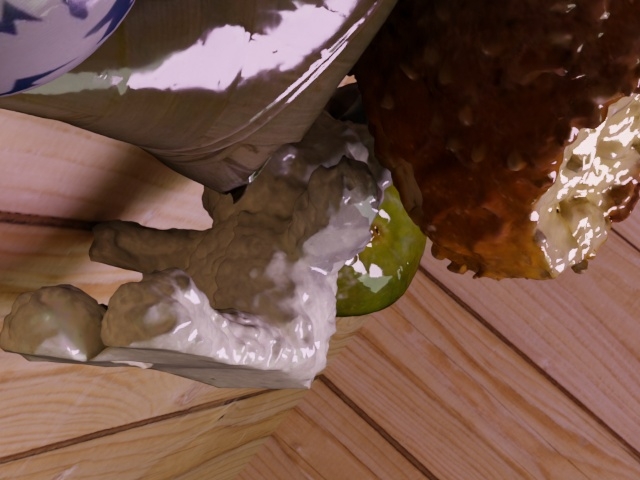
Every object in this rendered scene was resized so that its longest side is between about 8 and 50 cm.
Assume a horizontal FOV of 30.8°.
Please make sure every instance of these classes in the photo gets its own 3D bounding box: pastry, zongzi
[{"bbox_3d":[0.186,-0.177,1.028,0.292,0.337,0.405,-16,145,-36],"label":"pastry"},{"bbox_3d":[-0.033,-0.241,0.810,0.447,0.181,0.418,-54,166,10],"label":"zongzi"}]

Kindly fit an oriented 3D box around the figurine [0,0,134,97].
[{"bbox_3d":[-0.122,-0.218,0.575,0.382,0.186,0.261,-44,161,-1],"label":"figurine"}]

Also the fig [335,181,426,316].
[{"bbox_3d":[0.014,-0.021,1.620,0.233,0.233,0.314,-49,-150,2],"label":"fig"}]

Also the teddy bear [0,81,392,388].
[{"bbox_3d":[-0.090,-0.043,1.114,0.375,0.327,0.362,21,68,-49],"label":"teddy bear"}]
